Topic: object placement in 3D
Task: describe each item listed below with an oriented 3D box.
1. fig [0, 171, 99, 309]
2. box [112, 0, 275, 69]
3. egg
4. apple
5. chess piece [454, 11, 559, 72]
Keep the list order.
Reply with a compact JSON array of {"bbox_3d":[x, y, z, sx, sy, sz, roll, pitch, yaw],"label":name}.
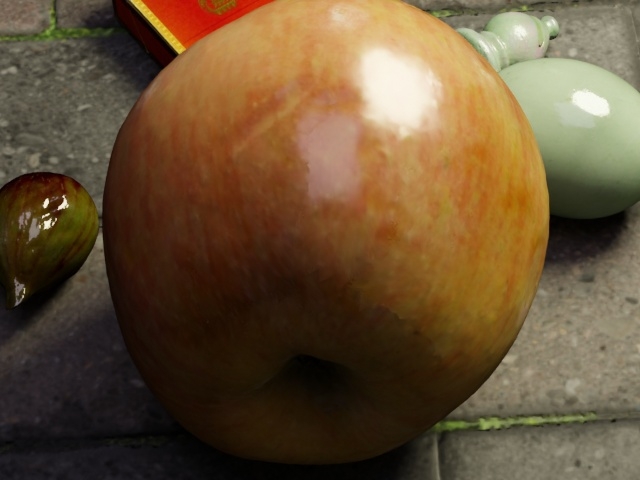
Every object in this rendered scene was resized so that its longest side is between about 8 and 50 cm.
[{"bbox_3d":[-0.271,0.006,1.645,0.109,0.103,0.154,-16,45,18],"label":"fig"},{"bbox_3d":[-0.095,-0.220,1.815,0.153,0.074,0.240,-34,62,-15],"label":"box"},{"bbox_3d":[0.236,-0.099,1.667,0.192,0.149,0.149,20,59,13],"label":"egg"},{"bbox_3d":[0.000,0.000,1.473,0.391,0.391,0.346,-5,54,-1],"label":"apple"},{"bbox_3d":[0.138,-0.173,1.751,0.272,0.139,0.139,-28,58,-29],"label":"chess piece"}]
